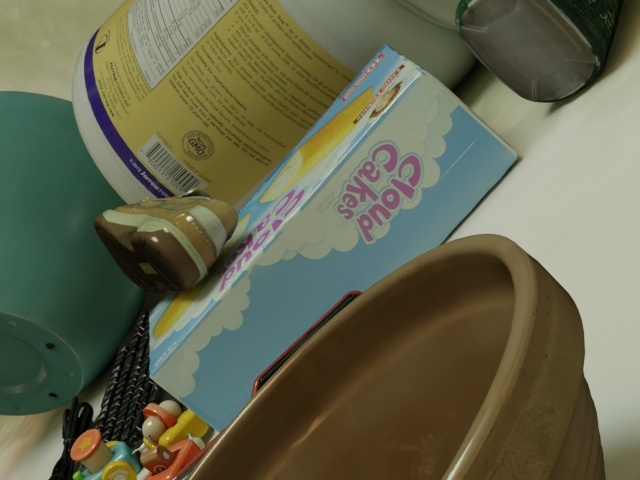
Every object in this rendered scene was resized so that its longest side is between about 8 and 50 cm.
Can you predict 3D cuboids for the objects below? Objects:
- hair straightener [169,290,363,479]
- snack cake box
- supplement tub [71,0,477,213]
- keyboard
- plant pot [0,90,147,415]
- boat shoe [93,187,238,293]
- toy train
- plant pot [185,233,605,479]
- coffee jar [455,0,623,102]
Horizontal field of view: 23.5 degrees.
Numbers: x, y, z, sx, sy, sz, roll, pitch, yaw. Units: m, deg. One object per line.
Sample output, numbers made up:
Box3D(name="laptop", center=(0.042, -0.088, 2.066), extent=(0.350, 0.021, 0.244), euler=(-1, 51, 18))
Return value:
Box3D(name="hair straightener", center=(-0.029, 0.098, 0.847), extent=(0.230, 0.047, 0.089), euler=(-35, 7, -27))
Box3D(name="snack cake box", center=(0.000, 0.000, 1.042), extent=(0.264, 0.089, 0.152), euler=(-48, 12, 5))
Box3D(name="supplement tub", center=(-0.020, -0.168, 1.245), extent=(0.331, 0.241, 0.241), euler=(-40, 16, 32))
Box3D(name="keyboard", center=(-0.178, 0.145, 1.342), extent=(0.201, 0.033, 0.317), euler=(-46, 13, 15))
Box3D(name="plant pot", center=(-0.309, 0.033, 1.562), extent=(0.293, 0.293, 0.235), euler=(-38, 34, 39))
Box3D(name="boat shoe", center=(-0.102, -0.005, 1.080), extent=(0.072, 0.068, 0.190), euler=(-41, 20, -16))
Box3D(name="toy train", center=(-0.137, 0.160, 1.084), extent=(0.166, 0.046, 0.125), euler=(-27, 18, 34))
Box3D(name="plant pot", center=(0.029, 0.120, 0.571), extent=(0.237, 0.110, 0.237), euler=(-45, 14, 15))
Box3D(name="coffee jar", center=(0.161, -0.181, 1.010), extent=(0.079, 0.096, 0.184), euler=(-31, 22, 46))
